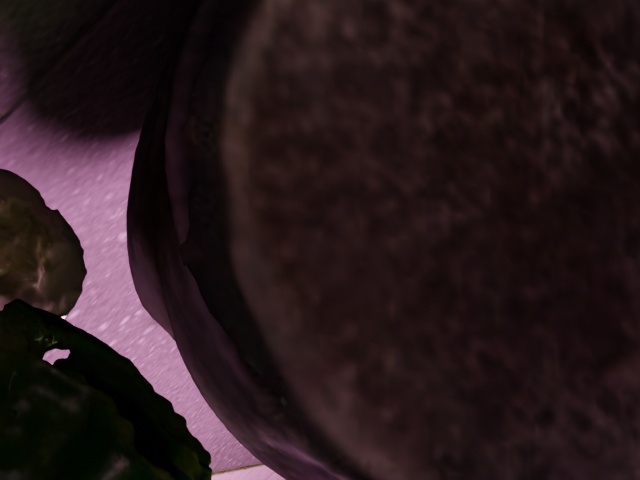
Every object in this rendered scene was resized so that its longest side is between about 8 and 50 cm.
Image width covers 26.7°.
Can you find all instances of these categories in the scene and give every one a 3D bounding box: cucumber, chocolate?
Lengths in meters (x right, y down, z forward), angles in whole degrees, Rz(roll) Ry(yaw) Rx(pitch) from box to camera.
[{"bbox_3d":[-0.198,0.073,0.577,0.241,0.074,0.074,-44,167,16],"label":"cucumber"},{"bbox_3d":[0.041,-0.007,0.644,0.303,0.303,0.213,-36,-175,-28],"label":"chocolate"}]

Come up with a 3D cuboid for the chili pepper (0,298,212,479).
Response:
[{"bbox_3d":[-0.221,0.151,0.452,0.385,0.167,0.213,-35,145,-7],"label":"chili pepper"}]
